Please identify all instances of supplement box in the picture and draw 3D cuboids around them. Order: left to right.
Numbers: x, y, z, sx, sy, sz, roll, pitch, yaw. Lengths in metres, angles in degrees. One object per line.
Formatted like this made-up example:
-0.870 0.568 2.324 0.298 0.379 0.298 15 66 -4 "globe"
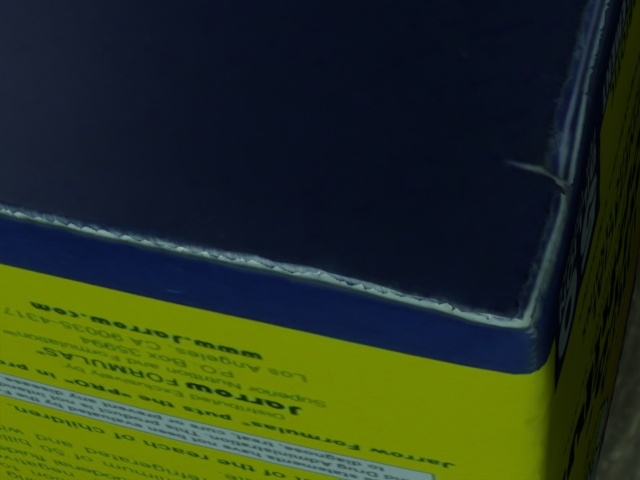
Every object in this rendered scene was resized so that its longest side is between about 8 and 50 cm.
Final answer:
0.000 0.000 0.552 0.195 0.194 0.356 12 155 13 "supplement box"
